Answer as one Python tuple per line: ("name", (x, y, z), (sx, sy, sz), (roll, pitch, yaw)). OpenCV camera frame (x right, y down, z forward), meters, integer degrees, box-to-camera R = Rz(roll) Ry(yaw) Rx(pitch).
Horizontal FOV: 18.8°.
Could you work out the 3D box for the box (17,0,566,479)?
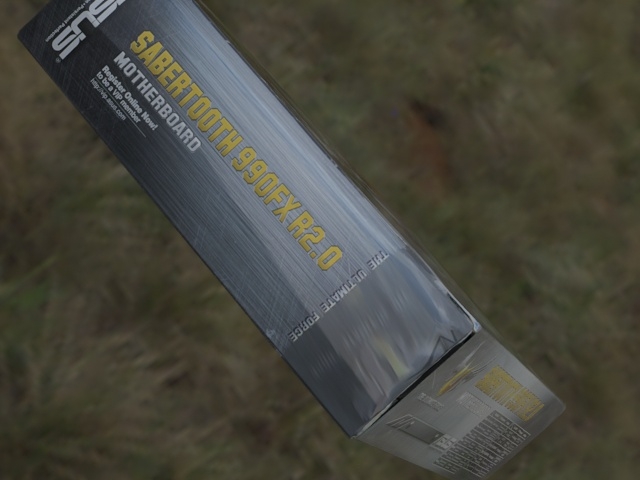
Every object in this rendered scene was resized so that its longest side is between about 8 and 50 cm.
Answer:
("box", (0.000, 0.000, 0.718), (0.183, 0.056, 0.231), (48, 3, 18))
